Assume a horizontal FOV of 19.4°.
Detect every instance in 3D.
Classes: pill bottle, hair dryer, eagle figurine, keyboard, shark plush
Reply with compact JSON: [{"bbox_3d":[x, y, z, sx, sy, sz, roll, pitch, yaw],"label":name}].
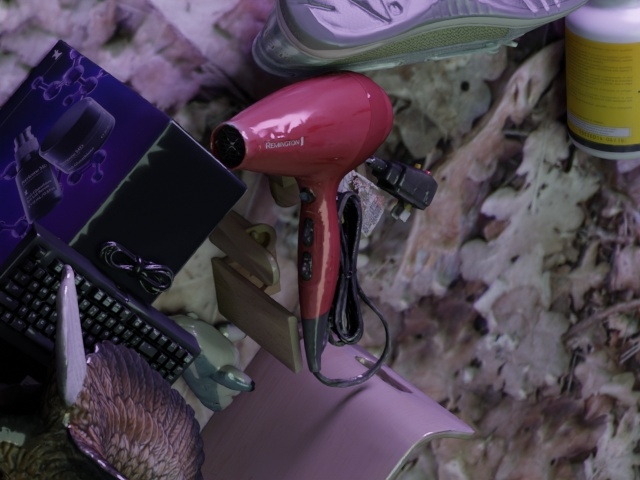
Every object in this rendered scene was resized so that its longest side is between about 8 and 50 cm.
[{"bbox_3d":[0.276,-0.175,1.718,0.103,0.103,0.184,-23,125,-25],"label":"pill bottle"},{"bbox_3d":[0.010,-0.027,1.505,0.293,0.080,0.223,43,55,-45],"label":"hair dryer"},{"bbox_3d":[-0.160,0.174,1.267,0.298,0.225,0.226,34,66,-23],"label":"eagle figurine"},{"bbox_3d":[-0.154,0.052,1.328,0.108,0.023,0.180,-52,132,-2],"label":"keyboard"},{"bbox_3d":[-0.122,0.102,1.607,0.067,0.073,0.161,-36,143,25],"label":"shark plush"}]

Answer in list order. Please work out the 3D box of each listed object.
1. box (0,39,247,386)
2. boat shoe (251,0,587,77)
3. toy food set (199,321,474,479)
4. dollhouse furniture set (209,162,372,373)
[{"bbox_3d":[-0.209,0.002,1.400,0.261,0.184,0.103,-51,130,-4],"label":"box"},{"bbox_3d":[0.092,-0.203,1.577,0.320,0.103,0.118,-19,78,-31],"label":"boat shoe"},{"bbox_3d":[-0.025,0.238,1.635,0.092,0.220,0.306,35,90,-42],"label":"toy food set"},{"bbox_3d":[0.000,0.000,1.593,0.151,0.123,0.144,-24,125,-25],"label":"dollhouse furniture set"}]
